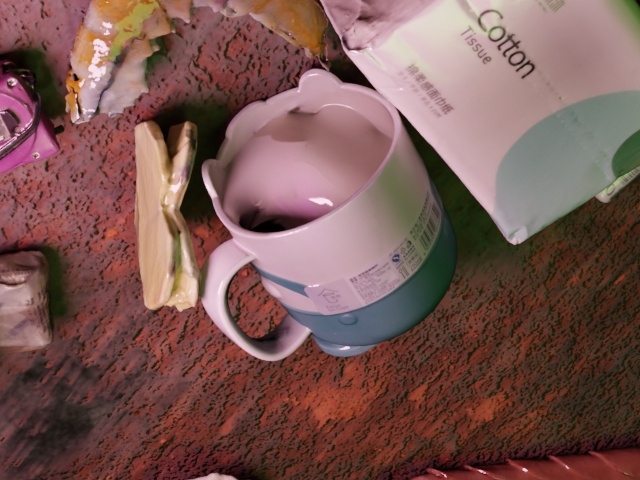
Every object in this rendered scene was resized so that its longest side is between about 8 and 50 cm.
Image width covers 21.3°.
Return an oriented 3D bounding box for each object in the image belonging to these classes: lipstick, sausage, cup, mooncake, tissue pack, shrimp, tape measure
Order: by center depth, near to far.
[{"bbox_3d":[-0.336,-0.125,1.737,0.125,0.074,0.118,-26,131,1],"label":"tape measure"},{"bbox_3d":[-0.131,-0.227,1.738,0.287,0.068,0.185,-16,131,-16],"label":"shrimp"},{"bbox_3d":[0.203,-0.199,1.776,0.266,0.194,0.356,-35,130,13],"label":"tissue pack"},{"bbox_3d":[0.000,0.000,1.841,0.290,0.219,0.257,-43,133,-12],"label":"cup"},{"bbox_3d":[-0.361,0.071,1.891,0.130,0.073,0.125,-2,131,-11],"label":"mooncake"},{"bbox_3d":[0.378,-0.102,2.017,0.141,0.040,0.040,-43,128,18],"label":"lipstick"},{"bbox_3d":[0.291,0.337,2.324,0.433,0.088,0.088,-4,129,-14],"label":"sausage"}]

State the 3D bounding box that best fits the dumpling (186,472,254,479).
[{"bbox_3d":[-0.138,0.382,2.198,0.252,0.131,0.179,35,88,-46],"label":"dumpling"}]

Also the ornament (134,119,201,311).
[{"bbox_3d":[-0.173,-0.021,1.835,0.059,0.201,0.180,1,172,-20],"label":"ornament"}]
